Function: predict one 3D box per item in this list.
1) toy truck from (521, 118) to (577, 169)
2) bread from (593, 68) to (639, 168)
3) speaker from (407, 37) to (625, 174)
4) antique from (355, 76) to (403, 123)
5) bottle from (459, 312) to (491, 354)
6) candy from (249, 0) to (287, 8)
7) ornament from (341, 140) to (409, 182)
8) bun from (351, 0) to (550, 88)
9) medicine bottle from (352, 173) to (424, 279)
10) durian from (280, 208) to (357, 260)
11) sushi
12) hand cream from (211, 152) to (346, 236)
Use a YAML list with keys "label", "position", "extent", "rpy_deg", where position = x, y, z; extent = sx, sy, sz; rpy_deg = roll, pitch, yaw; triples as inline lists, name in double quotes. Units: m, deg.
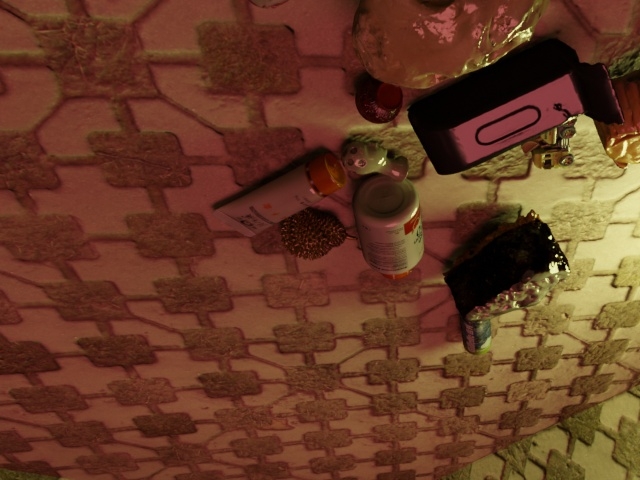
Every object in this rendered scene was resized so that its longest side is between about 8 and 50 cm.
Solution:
- label: "toy truck"
  position: [0.511, -0.243, 1.799]
  extent: [0.116, 0.085, 0.191]
  rpy_deg: [-8, 142, 9]
- label: "bread"
  position: [0.737, -0.275, 1.743]
  extent: [0.274, 0.149, 0.274]
  rpy_deg: [1, 156, 0]
- label: "speaker"
  position: [0.388, -0.253, 1.624]
  extent: [0.388, 0.184, 0.180]
  rpy_deg: [-25, 120, 16]
- label: "antique"
  position: [0.118, -0.285, 1.605]
  extent: [0.104, 0.104, 0.104]
  rpy_deg: [-9, 144, -6]
- label: "bottle"
  position: [0.474, 0.241, 2.437]
  extent: [0.093, 0.093, 0.330]
  rpy_deg: [-16, 144, 3]
- label: "candy"
  position: [-0.089, -0.446, 1.361]
  extent: [0.103, 0.043, 0.103]
  rpy_deg: [-9, 144, -7]
- label: "ornament"
  position: [0.118, -0.179, 1.771]
  extent: [0.156, 0.075, 0.081]
  rpy_deg: [13, 119, -30]
- label: "bun"
  position: [0.228, -0.389, 1.333]
  extent: [0.362, 0.234, 0.326]
  rpy_deg: [-38, 172, 22]
- label: "medicine bottle"
  position: [0.170, -0.019, 1.929]
  extent: [0.157, 0.157, 0.288]
  rpy_deg: [-15, 145, 1]
- label: "durian"
  position: [0.000, 0.000, 1.953]
  extent: [0.208, 0.102, 0.146]
  rpy_deg: [4, 135, -29]
- label: "sushi"
  position: [0.507, 0.084, 2.152]
  extent: [0.234, 0.207, 0.348]
  rpy_deg: [5, 147, -43]
- label: "hand cream"
  position: [-0.095, -0.100, 1.807]
  extent: [0.314, 0.089, 0.140]
  rpy_deg: [-26, 142, 30]
